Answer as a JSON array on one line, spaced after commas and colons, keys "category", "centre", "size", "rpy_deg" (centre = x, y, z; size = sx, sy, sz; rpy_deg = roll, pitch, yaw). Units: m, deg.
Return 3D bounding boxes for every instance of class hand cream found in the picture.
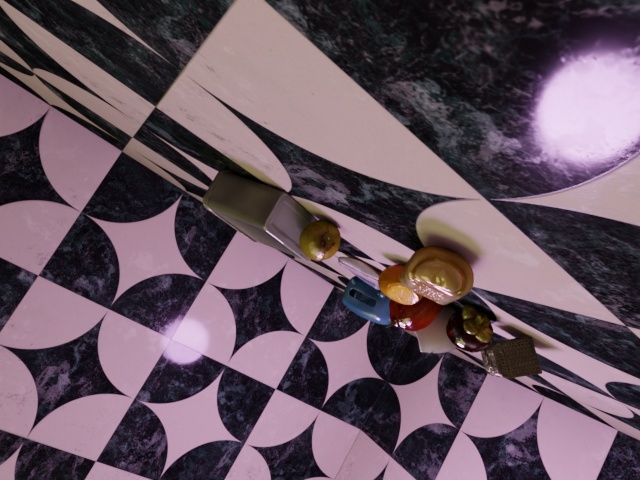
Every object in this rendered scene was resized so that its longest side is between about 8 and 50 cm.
[{"category": "hand cream", "centre": [0.227, 0.181, 2.314], "size": [0.091, 0.058, 0.271], "rpy_deg": [22, -179, -33]}]

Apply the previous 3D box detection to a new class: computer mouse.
[{"category": "computer mouse", "centre": [0.191, 0.132, 2.120], "size": [0.245, 0.056, 0.126], "rpy_deg": [28, 171, 19]}]

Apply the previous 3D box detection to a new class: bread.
[{"category": "bread", "centre": [0.308, 0.091, 1.246], "size": [0.172, 0.121, 0.311], "rpy_deg": [26, 171, 8]}]

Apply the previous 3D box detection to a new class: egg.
[{"category": "egg", "centre": [0.481, 0.325, 1.929], "size": [0.206, 0.162, 0.271], "rpy_deg": [5, -155, 10]}]

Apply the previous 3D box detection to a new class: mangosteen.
[{"category": "mangosteen", "centre": [0.548, 0.319, 1.710], "size": [0.166, 0.166, 0.180], "rpy_deg": [28, 147, 13]}]

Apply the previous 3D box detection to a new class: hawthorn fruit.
[{"category": "hawthorn fruit", "centre": [0.341, 0.248, 1.761], "size": [0.189, 0.251, 0.190], "rpy_deg": [37, 150, 26]}]

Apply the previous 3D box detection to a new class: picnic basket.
[{"category": "picnic basket", "centre": [0.681, 0.428, 1.719], "size": [0.154, 0.134, 0.196], "rpy_deg": [-12, 167, 2]}]

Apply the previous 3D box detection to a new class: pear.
[{"category": "pear", "centre": [0.000, 0.000, 1.683], "size": [0.148, 0.149, 0.162], "rpy_deg": [31, 169, -4]}]

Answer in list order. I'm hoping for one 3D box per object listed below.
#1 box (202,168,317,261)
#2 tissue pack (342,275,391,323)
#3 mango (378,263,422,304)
[{"category": "box", "centre": [-0.208, -0.088, 1.805], "size": [0.343, 0.177, 0.352], "rpy_deg": [22, 168, 37]}, {"category": "tissue pack", "centre": [0.253, 0.300, 2.400], "size": [0.287, 0.198, 0.206], "rpy_deg": [26, 176, 36]}, {"category": "mango", "centre": [0.284, 0.153, 1.675], "size": [0.217, 0.102, 0.141], "rpy_deg": [-9, 117, 58]}]
